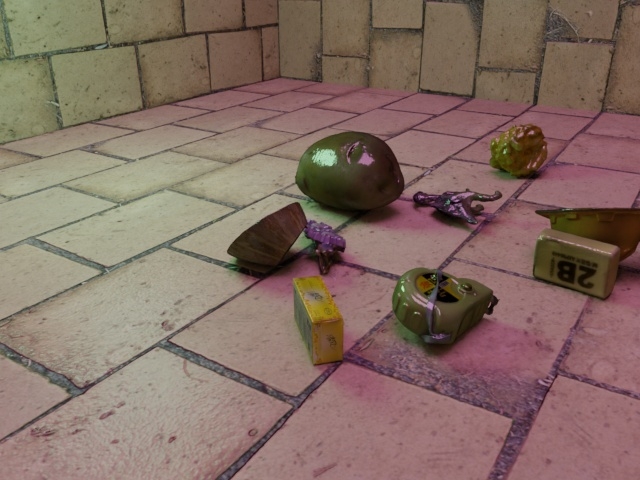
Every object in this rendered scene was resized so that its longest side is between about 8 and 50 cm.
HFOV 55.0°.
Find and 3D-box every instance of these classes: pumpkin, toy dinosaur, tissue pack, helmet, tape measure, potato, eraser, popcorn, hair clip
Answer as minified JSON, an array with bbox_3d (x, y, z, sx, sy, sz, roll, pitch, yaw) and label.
[{"bbox_3d":[-0.111,0.000,1.491,0.110,0.217,0.217,48,39,8],"label":"pumpkin"},{"bbox_3d":[0.395,-0.107,1.795,0.162,0.077,0.294,-16,14,-23],"label":"toy dinosaur"},{"bbox_3d":[-0.006,0.149,1.188,0.062,0.095,0.176,-6,24,-11],"label":"tissue pack"},{"bbox_3d":[0.638,-0.007,1.445,0.205,0.140,0.257,2,-3,-34],"label":"helmet"},{"bbox_3d":[0.230,0.130,1.222,0.175,0.106,0.200,31,38,27],"label":"tape measure"},{"bbox_3d":[0.087,-0.206,1.821,0.326,0.221,0.243,18,64,40],"label":"potato"},{"bbox_3d":[0.570,0.051,1.379,0.172,0.117,0.058,20,36,38],"label":"eraser"},{"bbox_3d":[0.686,-0.313,2.126,0.198,0.197,0.155,-6,23,-14],"label":"popcorn"},{"bbox_3d":[0.000,0.000,1.565,0.106,0.084,0.292,12,16,-16],"label":"hair clip"}]
